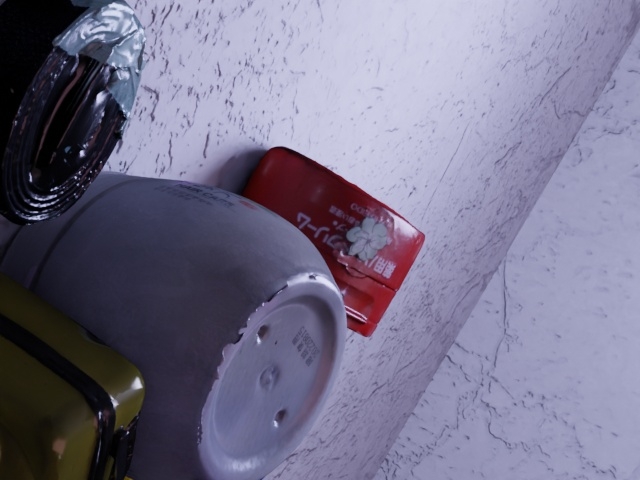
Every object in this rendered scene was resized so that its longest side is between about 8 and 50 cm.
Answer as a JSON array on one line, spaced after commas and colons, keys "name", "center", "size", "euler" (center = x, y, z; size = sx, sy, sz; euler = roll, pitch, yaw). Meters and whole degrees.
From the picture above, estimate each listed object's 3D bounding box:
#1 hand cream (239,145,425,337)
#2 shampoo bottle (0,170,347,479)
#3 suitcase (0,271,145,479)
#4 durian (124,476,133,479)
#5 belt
[{"name": "hand cream", "center": [0.000, 0.000, 1.431], "size": [0.149, 0.230, 0.230], "euler": [-60, 161, -2]}, {"name": "shampoo bottle", "center": [-0.138, 0.079, 1.117], "size": [0.273, 0.266, 0.273], "euler": [-39, 143, -39]}, {"name": "suitcase", "center": [-0.266, 0.145, 0.962], "size": [0.143, 0.235, 0.194], "euler": [-33, 148, -52]}, {"name": "durian", "center": [-0.213, 0.259, 1.345], "size": [0.186, 0.154, 0.260], "euler": [-68, -172, -27]}, {"name": "belt", "center": [-0.212, -0.112, 0.959], "size": [0.151, 0.078, 0.198], "euler": [-3, 120, -65]}]
